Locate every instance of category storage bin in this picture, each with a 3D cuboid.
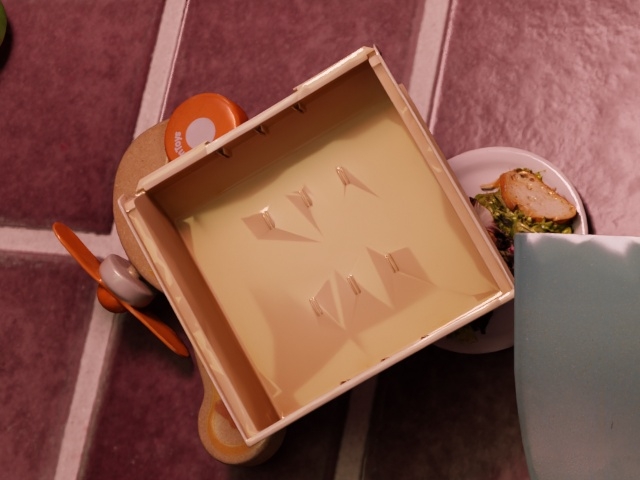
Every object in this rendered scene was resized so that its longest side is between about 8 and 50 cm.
[{"bbox_3d":[0.000,0.000,1.544,0.262,0.123,0.260,-30,82,8],"label":"storage bin"}]

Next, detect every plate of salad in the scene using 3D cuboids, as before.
[{"bbox_3d":[0.146,0.005,1.615,0.200,0.048,0.200,-9,69,24],"label":"plate of salad"}]

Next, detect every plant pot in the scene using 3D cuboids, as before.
[{"bbox_3d":[0.256,0.120,1.454,0.165,0.166,0.234,3,86,28],"label":"plant pot"}]

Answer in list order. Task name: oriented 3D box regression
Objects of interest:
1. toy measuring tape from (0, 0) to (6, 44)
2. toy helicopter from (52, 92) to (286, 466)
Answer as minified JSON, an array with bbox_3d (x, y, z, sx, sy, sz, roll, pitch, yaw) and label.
[{"bbox_3d":[-0.369,-0.290,1.965,0.121,0.121,0.330,29,74,32],"label":"toy measuring tape"},{"bbox_3d":[-0.121,0.050,1.691,0.235,0.140,0.355,-22,68,19],"label":"toy helicopter"}]
